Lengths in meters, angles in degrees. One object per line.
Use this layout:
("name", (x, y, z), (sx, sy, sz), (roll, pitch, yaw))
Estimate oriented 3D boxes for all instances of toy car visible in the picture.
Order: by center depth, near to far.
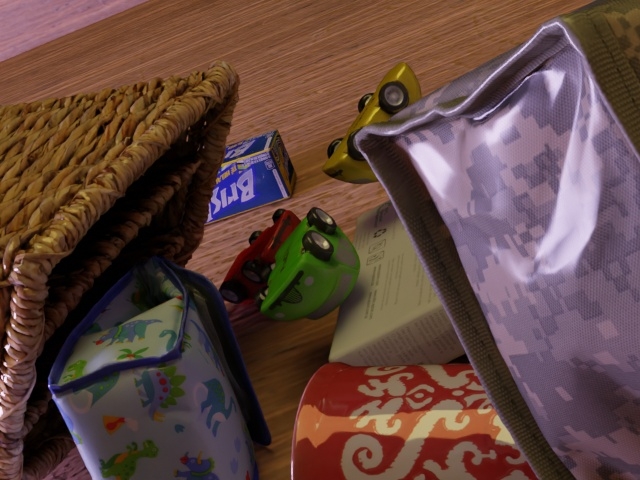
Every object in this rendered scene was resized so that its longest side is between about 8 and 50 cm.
("toy car", (0.000, 0.000, 0.873), (0.239, 0.053, 0.225), (-50, 11, 22))

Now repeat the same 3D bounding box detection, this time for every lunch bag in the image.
("lunch bag", (0.193, 0.027, 0.449), (0.235, 0.287, 0.169), (-29, 2, -26))
("lunch bag", (-0.089, 0.093, 0.749), (0.096, 0.128, 0.151), (-16, 21, 5))

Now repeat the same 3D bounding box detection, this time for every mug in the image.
("mug", (0.091, 0.097, 0.596), (0.169, 0.113, 0.150), (-8, 28, 25))

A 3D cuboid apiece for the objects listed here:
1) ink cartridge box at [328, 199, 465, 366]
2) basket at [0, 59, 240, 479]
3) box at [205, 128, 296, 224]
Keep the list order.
("ink cartridge box", (0.117, -0.007, 0.833), (0.224, 0.045, 0.223), (-30, 18, 20))
("basket", (-0.173, 0.037, 0.851), (0.223, 0.213, 0.299), (-6, 26, 24))
("box", (-0.111, -0.050, 1.197), (0.169, 0.054, 0.059), (-18, 22, 13))
